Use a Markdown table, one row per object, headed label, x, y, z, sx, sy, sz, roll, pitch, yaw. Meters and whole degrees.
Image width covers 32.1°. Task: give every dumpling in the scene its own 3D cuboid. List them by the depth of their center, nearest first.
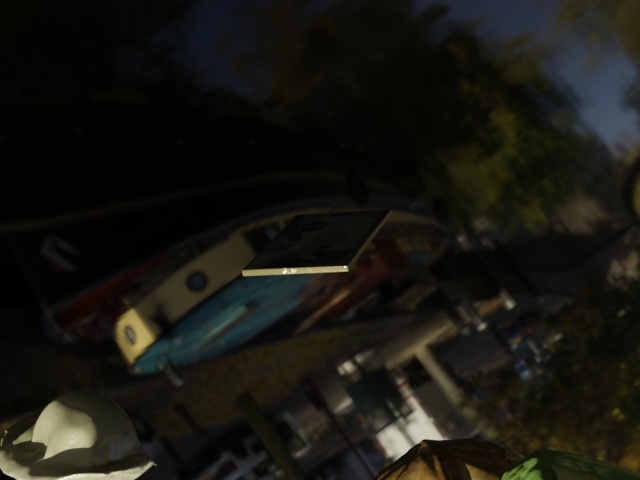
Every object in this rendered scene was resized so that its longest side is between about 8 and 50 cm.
| label | x | y | z | sx | sy | sz | roll | pitch | yaw |
| --- | --- | --- | --- | --- | --- | --- | --- | --- | --- |
| dumpling | -0.302 | 0.247 | 1.332 | 0.166 | 0.216 | 0.126 | -2 | 126 | -32 |

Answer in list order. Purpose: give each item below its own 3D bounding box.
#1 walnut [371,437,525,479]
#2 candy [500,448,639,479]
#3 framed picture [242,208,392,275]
| label | x | y | z | sx | sy | sz | roll | pitch | yaw |
| --- | --- | --- | --- | --- | --- | --- | --- | --- | --- |
| walnut | 0.144 | 0.323 | 1.109 | 0.225 | 0.261 | 0.225 | -19 | -179 | 0 |
| candy | 0.281 | 0.284 | 0.880 | 0.142 | 0.343 | 0.132 | -54 | -163 | 29 |
| framed picture | 0.000 | 0.000 | 1.399 | 0.136 | 0.010 | 0.201 | -4 | -160 | 21 |
